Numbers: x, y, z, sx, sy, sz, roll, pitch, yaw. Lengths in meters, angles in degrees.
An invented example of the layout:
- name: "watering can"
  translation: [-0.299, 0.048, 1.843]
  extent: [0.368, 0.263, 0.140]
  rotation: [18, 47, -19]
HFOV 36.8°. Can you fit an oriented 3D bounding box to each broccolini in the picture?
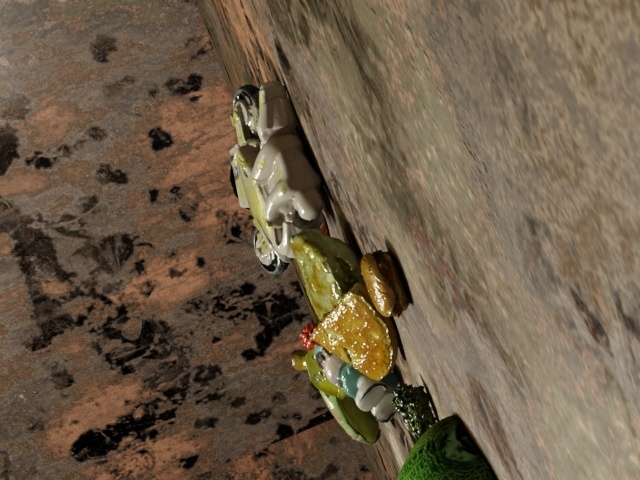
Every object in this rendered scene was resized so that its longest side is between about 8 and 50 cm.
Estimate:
- name: "broccolini"
  translation: [0.169, 0.308, 1.372]
  extent: [0.054, 0.051, 0.239]
  rotation: [-42, -70, -48]

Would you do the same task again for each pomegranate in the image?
- name: "pomegranate"
  translation: [0.035, 0.241, 1.922]
  extent: [0.122, 0.169, 0.143]
  rotation: [-23, -70, -52]

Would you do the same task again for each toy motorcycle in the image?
- name: "toy motorcycle"
  translation: [-0.073, -0.100, 1.638]
  extent: [0.223, 0.108, 0.340]
  rotation: [8, 110, 58]

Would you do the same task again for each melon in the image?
- name: "melon"
  translation: [0.145, 0.320, 1.150]
  extent: [0.265, 0.129, 0.169]
  rotation: [-120, 12, -65]

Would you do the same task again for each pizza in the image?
- name: "pizza"
  translation: [0.052, 0.130, 1.440]
  extent: [0.046, 0.134, 0.175]
  rotation: [-57, -32, -49]

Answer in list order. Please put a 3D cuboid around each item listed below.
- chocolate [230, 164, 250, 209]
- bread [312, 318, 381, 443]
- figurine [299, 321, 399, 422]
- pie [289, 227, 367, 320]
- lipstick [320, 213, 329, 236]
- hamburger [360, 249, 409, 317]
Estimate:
- name: "chocolate"
  translation: [-0.080, -0.128, 1.799]
  extent: [0.133, 0.156, 0.156]
  rotation: [-48, -62, -71]
- name: "bread"
  translation: [0.054, 0.306, 2.097]
  extent: [0.301, 0.045, 0.301]
  rotation: [56, -161, -30]
- name: "figurine"
  translation: [0.059, 0.218, 1.680]
  extent: [0.138, 0.110, 0.245]
  rotation: [34, -174, -26]
- name: "pie"
  translation: [0.037, 0.091, 1.557]
  extent: [0.201, 0.090, 0.248]
  rotation: [46, 161, 42]
- name: "lipstick"
  translation: [0.000, 0.000, 1.849]
  extent: [0.130, 0.038, 0.038]
  rotation: [73, 173, -50]
- name: "hamburger"
  translation: [0.078, 0.053, 1.177]
  extent: [0.076, 0.044, 0.083]
  rotation: [-132, 24, -75]
